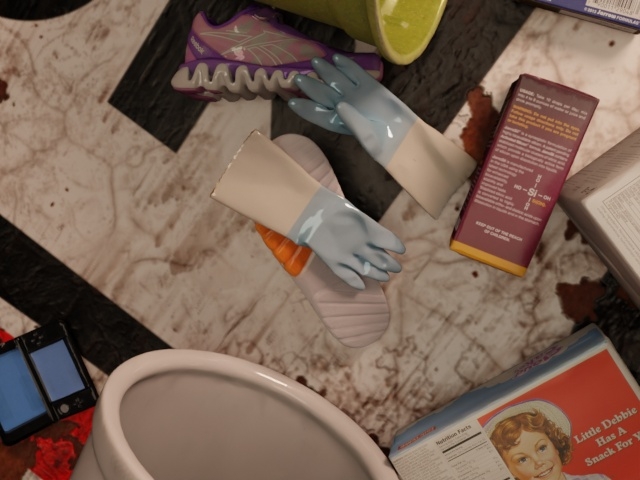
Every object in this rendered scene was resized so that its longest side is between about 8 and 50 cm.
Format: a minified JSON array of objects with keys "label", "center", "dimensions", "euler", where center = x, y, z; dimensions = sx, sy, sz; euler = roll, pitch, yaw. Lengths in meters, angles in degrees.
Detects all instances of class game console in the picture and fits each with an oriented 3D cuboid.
[{"label":"game console","center":[-0.357,0.177,0.893],"dimensions":[0.107,0.071,0.122],"euler":[-23,92,13]}]

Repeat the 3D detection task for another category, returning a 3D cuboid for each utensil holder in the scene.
[{"label":"utensil holder","center":[-0.142,0.361,0.750],"dimensions":[0.328,0.327,0.385],"euler":[29,104,6]}]

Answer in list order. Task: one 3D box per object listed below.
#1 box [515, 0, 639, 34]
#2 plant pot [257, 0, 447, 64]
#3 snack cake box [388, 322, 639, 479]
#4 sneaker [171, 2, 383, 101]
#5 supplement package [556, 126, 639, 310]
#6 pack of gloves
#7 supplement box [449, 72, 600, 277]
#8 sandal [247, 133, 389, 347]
[{"label":"box","center":[0.300,-0.339,0.724],"dimensions":[0.137,0.036,0.225],"euler":[19,101,8]},{"label":"plant pot","center":[-0.012,-0.330,0.691],"dimensions":[0.254,0.276,0.276],"euler":[16,99,21]},{"label":"snack cake box","center":[0.227,0.224,0.779],"dimensions":[0.264,0.089,0.152],"euler":[-32,88,12]},{"label":"sneaker","center":[-0.048,-0.208,0.783],"dimensions":[0.237,0.095,0.104],"euler":[4,90,11]},{"label":"supplement package","center":[0.392,-0.042,0.658],"dimensions":[0.263,0.199,0.198],"euler":[-37,89,12]},{"label":"pack of gloves","center":[0.037,-0.062,0.736],"dimensions":[0.232,0.046,0.195],"euler":[33,91,-23]},{"label":"supplement box","center":[0.205,-0.068,0.740],"dimensions":[0.081,0.104,0.188],"euler":[22,100,7]},{"label":"sandal","center":[-0.009,0.006,0.806],"dimensions":[0.102,0.076,0.265],"euler":[-29,112,-8]}]
